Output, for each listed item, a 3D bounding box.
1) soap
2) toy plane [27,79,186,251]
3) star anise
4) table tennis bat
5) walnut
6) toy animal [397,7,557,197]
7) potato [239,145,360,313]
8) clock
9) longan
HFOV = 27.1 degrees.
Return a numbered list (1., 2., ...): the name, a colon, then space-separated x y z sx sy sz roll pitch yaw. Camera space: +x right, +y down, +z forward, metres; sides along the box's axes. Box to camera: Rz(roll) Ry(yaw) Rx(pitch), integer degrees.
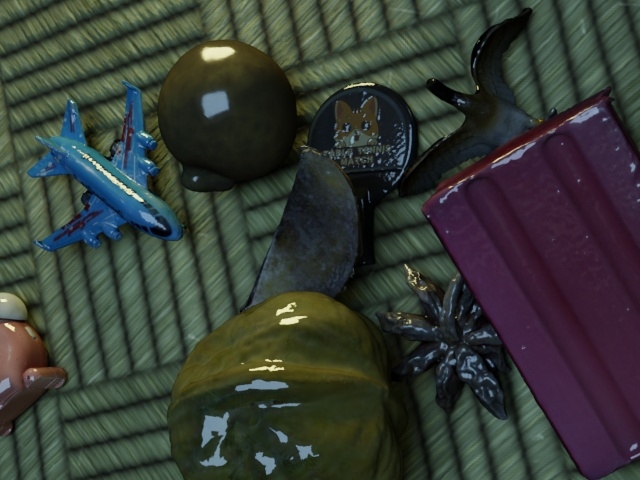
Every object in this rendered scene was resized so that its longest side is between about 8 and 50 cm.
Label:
1. soap: 0.300 0.048 1.439 0.233 0.128 0.359 -30 94 17
2. toy plane: -0.275 -0.073 1.766 0.271 0.105 0.254 35 99 21
3. star anise: 0.165 0.097 1.570 0.209 0.089 0.231 -6 94 15
4. table tennis bat: 0.052 -0.084 1.673 0.150 0.027 0.236 -3 81 24
5. walnut: -0.037 0.213 1.549 0.277 0.282 0.253 -21 120 30
6. toy animal: 0.198 -0.156 1.537 0.160 0.197 0.272 26 90 20
7. potato: 0.001 -0.003 1.640 0.120 0.100 0.261 27 120 6
8. clock: -0.454 0.168 1.826 0.166 0.093 0.162 -42 68 14
9. longan: -0.121 -0.150 1.681 0.185 0.159 0.204 32 110 16
